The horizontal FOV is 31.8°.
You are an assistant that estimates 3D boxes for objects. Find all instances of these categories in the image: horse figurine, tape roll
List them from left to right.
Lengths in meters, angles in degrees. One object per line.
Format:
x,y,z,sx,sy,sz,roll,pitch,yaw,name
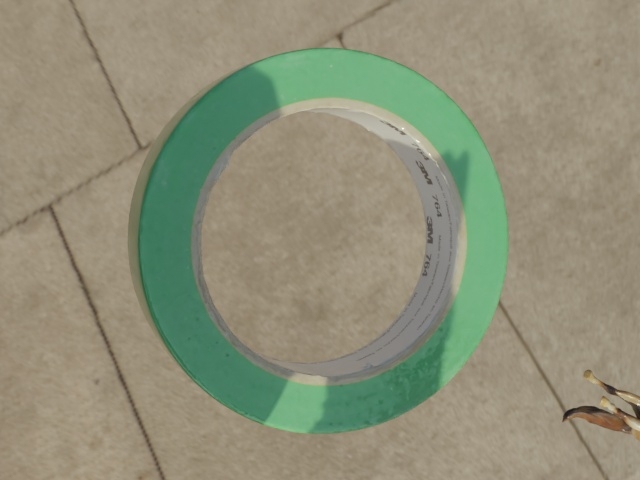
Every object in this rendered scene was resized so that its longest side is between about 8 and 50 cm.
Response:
0.000,0.000,0.958,0.321,0.077,0.321,-1,94,-17,tape roll
0.428,0.225,1.382,0.263,0.174,0.066,-4,55,56,horse figurine
